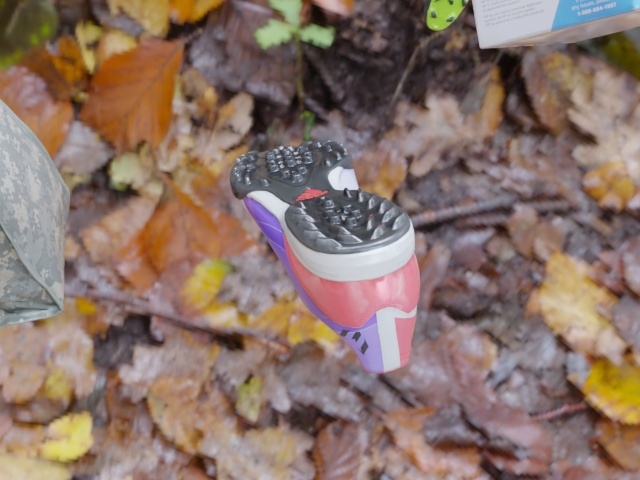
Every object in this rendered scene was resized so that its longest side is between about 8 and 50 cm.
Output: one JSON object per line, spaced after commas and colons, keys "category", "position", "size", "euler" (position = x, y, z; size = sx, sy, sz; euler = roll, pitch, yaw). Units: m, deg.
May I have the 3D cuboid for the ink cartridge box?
{"category": "ink cartridge box", "position": [0.280, -0.362, 1.444], "size": [0.197, 0.198, 0.270], "euler": [-12, 93, -48]}

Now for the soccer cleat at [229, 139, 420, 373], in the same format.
{"category": "soccer cleat", "position": [0.000, 0.000, 1.085], "size": [0.108, 0.116, 0.318], "euler": [-15, 22, -12]}

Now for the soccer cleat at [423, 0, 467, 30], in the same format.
{"category": "soccer cleat", "position": [0.190, -0.392, 1.931], "size": [0.060, 0.179, 0.072], "euler": [12, 17, -23]}

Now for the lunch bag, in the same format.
{"category": "lunch bag", "position": [-0.435, -0.058, 1.639], "size": [0.169, 0.287, 0.235], "euler": [-16, 44, 8]}
